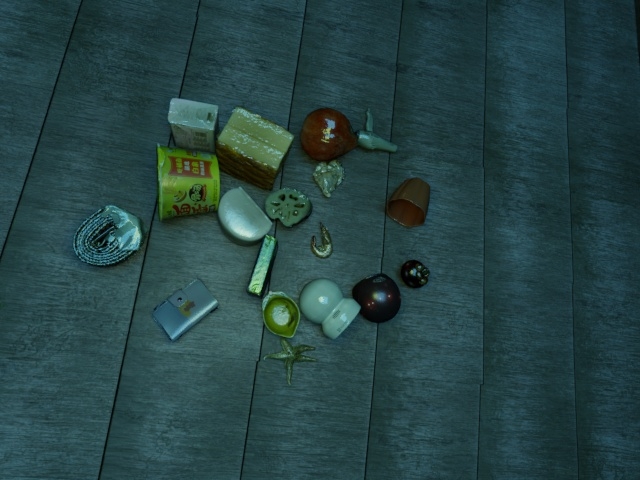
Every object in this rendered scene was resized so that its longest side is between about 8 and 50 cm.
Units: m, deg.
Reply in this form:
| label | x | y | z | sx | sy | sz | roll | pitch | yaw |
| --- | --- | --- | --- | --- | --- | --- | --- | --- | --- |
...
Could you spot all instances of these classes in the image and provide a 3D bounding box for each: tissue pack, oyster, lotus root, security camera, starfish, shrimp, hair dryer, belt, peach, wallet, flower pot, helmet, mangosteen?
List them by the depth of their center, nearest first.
| label | x | y | z | sx | sy | sz | roll | pitch | yaw |
| --- | --- | --- | --- | --- | --- | --- | --- | --- | --- |
| belt | -0.802 | -0.010 | 1.595 | 0.257 | 0.150 | 0.207 | -41 | 97 | -16 |
| wallet | -0.530 | 0.271 | 1.634 | 0.231 | 0.069 | 0.170 | -39 | 70 | -20 |
| tissue pack | -0.232 | 0.111 | 1.678 | 0.073 | 0.173 | 0.236 | 17 | 76 | -1 |
| security camera | 0.022 | 0.265 | 1.692 | 0.236 | 0.194 | 0.194 | 39 | 73 | 5 |
| starfish | -0.121 | 0.477 | 1.694 | 0.223 | 0.050 | 0.217 | -3 | 86 | -7 |
| tissue pack | -0.519 | -0.470 | 1.714 | 0.184 | 0.225 | 0.124 | 9 | 76 | -10 |
| helmet | 0.244 | 0.245 | 1.755 | 0.189 | 0.193 | 0.216 | -13 | 110 | -16 |
| lotus root | -0.143 | -0.131 | 1.801 | 0.203 | 0.078 | 0.183 | -25 | 71 | -23 |
| shrimp | 0.000 | 0.001 | 1.826 | 0.095 | 0.045 | 0.163 | -14 | 86 | 6 |
| mangosteen | 0.424 | 0.146 | 1.828 | 0.140 | 0.140 | 0.140 | 3 | 78 | -11 |
| peach | 0.045 | -0.460 | 1.834 | 0.256 | 0.232 | 0.232 | 24 | 73 | 12 |
| oyster | 0.043 | -0.289 | 1.873 | 0.163 | 0.081 | 0.191 | -6 | 83 | -18 |
| flower pot | 0.414 | -0.186 | 1.883 | 0.190 | 0.190 | 0.173 | 31 | 63 | -4 |
| hair dryer | 0.277 | -0.503 | 1.983 | 0.219 | 0.088 | 0.225 | 32 | 58 | -11 |

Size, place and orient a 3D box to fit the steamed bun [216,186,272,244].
| label | x | y | z | sx | sy | sz | roll | pitch | yaw |
| --- | --- | --- | --- | --- | --- | --- | --- | --- | --- |
| steamed bun | -0.330 | -0.085 | 1.711 | 0.164 | 0.146 | 0.242 | -42 | 91 | -20 |

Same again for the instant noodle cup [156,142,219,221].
| label | x | y | z | sx | sy | sz | roll | pitch | yaw |
| --- | --- | --- | --- | --- | --- | --- | --- | --- | --- |
| instant noodle cup | -0.526 | -0.228 | 1.637 | 0.221 | 0.311 | 0.312 | -3 | 78 | -23 |

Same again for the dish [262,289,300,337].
| label | x | y | z | sx | sy | sz | roll | pitch | yaw |
| --- | --- | --- | --- | --- | --- | --- | --- | --- | --- |
| dish | -0.165 | 0.300 | 1.699 | 0.148 | 0.080 | 0.208 | -23 | 85 | -12 |

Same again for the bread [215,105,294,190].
| label | x | y | z | sx | sy | sz | roll | pitch | yaw |
| --- | --- | --- | --- | --- | --- | --- | --- | --- | --- |
| bread | -0.273 | -0.369 | 1.719 | 0.279 | 0.279 | 0.207 | 23 | 73 | -3 |
